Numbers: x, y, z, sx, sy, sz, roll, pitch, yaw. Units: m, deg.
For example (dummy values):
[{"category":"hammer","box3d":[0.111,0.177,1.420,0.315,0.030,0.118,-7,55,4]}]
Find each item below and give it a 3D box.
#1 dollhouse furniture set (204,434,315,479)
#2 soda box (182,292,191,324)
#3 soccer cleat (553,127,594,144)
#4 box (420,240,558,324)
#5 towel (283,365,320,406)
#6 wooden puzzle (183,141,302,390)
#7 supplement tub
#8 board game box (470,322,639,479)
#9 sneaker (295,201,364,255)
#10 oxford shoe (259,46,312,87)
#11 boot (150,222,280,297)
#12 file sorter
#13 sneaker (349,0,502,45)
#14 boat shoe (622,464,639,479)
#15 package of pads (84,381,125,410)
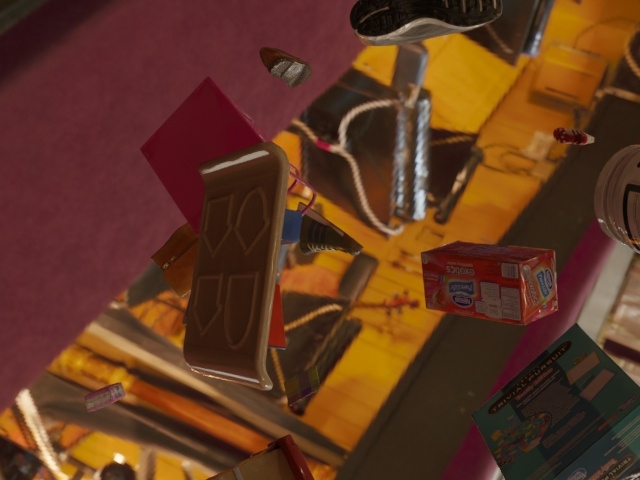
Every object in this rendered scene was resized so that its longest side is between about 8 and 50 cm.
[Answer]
[{"category":"dollhouse furniture set","box3d":[-0.064,0.451,1.159,0.201,0.374,0.152,-18,164,-28]},{"category":"soda box","box3d":[-0.240,0.191,2.443,0.098,0.286,0.091,21,77,-33]},{"category":"soccer cleat","box3d":[0.457,-0.187,1.725,0.036,0.083,0.029,-1,103,-33]},{"category":"box","box3d":[0.337,0.080,1.922,0.123,0.257,0.128,-15,104,-40]},{"category":"towel","box3d":[-0.037,0.288,1.891,0.083,0.060,0.009,-33,134,19]},{"category":"wooden puzzle","box3d":[-0.116,0.042,1.461,0.081,0.322,0.347,5,85,-26]},{"category":"supplement tub","box3d":[0.580,-0.053,1.477,0.191,0.272,0.191,-6,103,-25]},{"category":"board game box","box3d":[0.396,0.294,1.547,0.254,0.079,0.336,-43,-168,7]},{"category":"sneaker","box3d":[0.000,0.000,1.943,0.086,0.192,0.064,-54,143,0]},{"category":"oxford shoe","box3d":[-0.082,-0.429,2.323,0.076,0.076,0.212,-44,161,12]},{"category":"boot","box3d":[-0.253,0.064,2.262,0.211,0.295,0.104,-47,148,-9]},{"category":"file sorter","box3d":[-0.174,-0.133,1.860,0.202,0.290,0.182,-46,140,8]},{"category":"sneaker","box3d":[0.187,-0.405,1.702,0.108,0.272,0.100,68,14,-82]},{"category":"boat shoe","box3d":[0.563,0.427,1.839,0.258,0.109,0.089,-8,128,-20]},{"category":"package of pads","box3d":[-0.374,0.270,1.654,0.083,0.050,0.032,29,41,-87]}]
